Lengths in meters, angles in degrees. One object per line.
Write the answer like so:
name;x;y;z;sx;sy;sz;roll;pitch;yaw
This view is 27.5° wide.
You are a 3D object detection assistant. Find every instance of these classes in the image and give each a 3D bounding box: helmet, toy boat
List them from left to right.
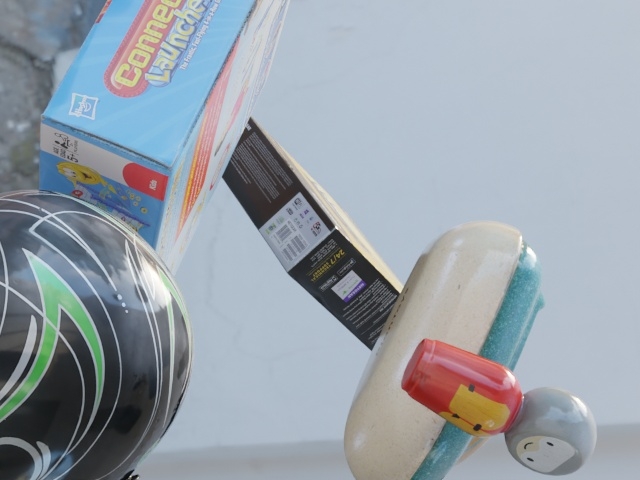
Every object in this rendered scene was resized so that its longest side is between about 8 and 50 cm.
helmet;-0.155;0.056;0.748;0.169;0.169;0.162;26;89;-54
toy boat;0.126;0.118;1.089;0.267;0.148;0.318;-64;-176;2

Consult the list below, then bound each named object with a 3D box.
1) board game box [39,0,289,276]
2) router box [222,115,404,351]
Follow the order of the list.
board game box;-0.105;-0.110;0.967;0.308;0.086;0.302;114;-1;-60
router box;0.000;0.000;1.636;0.243;0.081;0.309;44;6;-39
